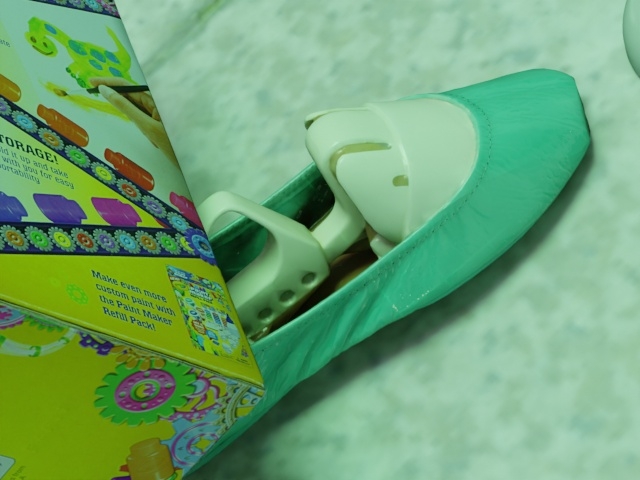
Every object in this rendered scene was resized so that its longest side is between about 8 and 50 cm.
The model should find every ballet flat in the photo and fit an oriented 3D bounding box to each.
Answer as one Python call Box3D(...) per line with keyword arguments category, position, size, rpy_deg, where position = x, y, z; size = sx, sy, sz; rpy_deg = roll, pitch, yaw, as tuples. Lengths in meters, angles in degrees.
Box3D(category="ballet flat", position=(0.000, 0.000, 0.751), size=(0.247, 0.087, 0.083), rpy_deg=(-38, 46, 0))

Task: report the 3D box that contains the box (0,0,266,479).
Box3D(category="box", position=(-0.207, 0.030, 0.731), size=(0.290, 0.177, 0.279), rpy_deg=(-48, 42, 23))

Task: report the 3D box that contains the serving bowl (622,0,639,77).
Box3D(category="serving bowl", position=(0.160, -0.098, 0.769), size=(0.083, 0.027, 0.083), rpy_deg=(-15, 51, 19))
